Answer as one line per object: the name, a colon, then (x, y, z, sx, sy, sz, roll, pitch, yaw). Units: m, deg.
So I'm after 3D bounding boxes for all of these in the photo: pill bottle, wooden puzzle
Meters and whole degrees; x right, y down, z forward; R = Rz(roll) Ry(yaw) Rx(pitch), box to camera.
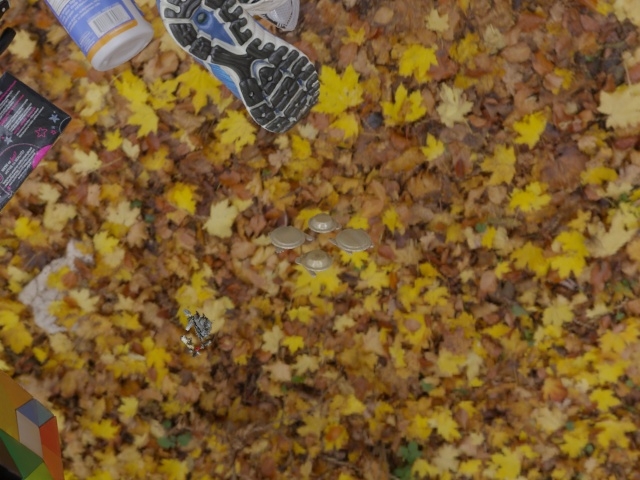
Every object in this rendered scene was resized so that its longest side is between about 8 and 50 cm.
pill bottle: (-0.481, -0.502, 1.303, 0.152, 0.152, 0.272, -32, 99, 26)
wooden puzzle: (-0.380, 0.248, 0.796, 0.044, 0.239, 0.221, -31, 137, -10)

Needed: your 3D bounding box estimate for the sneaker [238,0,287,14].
sneaker: (-0.124, -0.523, 1.336, 0.094, 0.235, 0.090, 9, 121, 46)

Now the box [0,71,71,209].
box: (-0.609, -0.165, 1.192, 0.142, 0.247, 0.163, 38, 160, -22)

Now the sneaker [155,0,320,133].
sneaker: (-0.122, -0.294, 0.976, 0.130, 0.147, 0.330, -43, 137, 6)

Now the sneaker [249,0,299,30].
sneaker: (-0.206, -0.635, 1.553, 0.210, 0.137, 0.366, 9, 172, 28)

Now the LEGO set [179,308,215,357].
LEGO set: (-0.146, 0.109, 0.777, 0.023, 0.083, 0.054, -30, 123, 10)

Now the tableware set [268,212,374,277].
tableware set: (0.000, 0.000, 1.132, 0.141, 0.168, 0.020, 39, 141, 37)

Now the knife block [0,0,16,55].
knife block: (-0.551, -0.242, 0.933, 0.242, 0.276, 0.088, -21, 158, -10)
